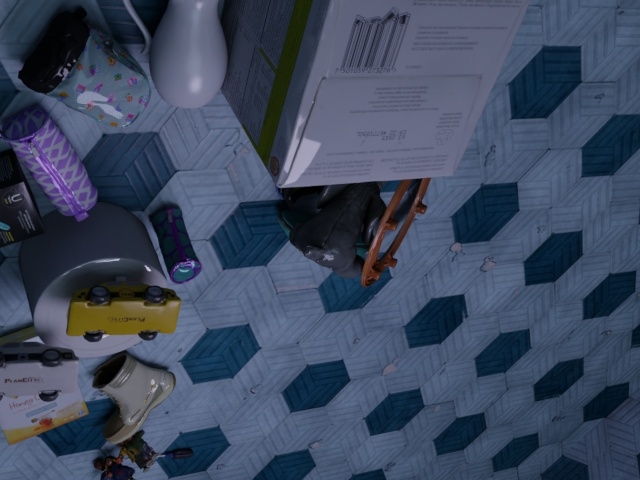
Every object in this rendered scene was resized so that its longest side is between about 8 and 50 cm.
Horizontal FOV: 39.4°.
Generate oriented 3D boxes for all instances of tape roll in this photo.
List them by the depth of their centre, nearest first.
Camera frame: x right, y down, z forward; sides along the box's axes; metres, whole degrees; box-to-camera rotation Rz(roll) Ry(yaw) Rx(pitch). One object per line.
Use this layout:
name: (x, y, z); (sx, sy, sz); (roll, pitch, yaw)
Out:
tape roll: (-0.418, 0.073, 1.647); (0.246, 0.169, 0.246); (-15, 135, -16)

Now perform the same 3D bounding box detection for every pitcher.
pitcher: (-0.234, -0.327, 1.433); (0.178, 0.125, 0.207); (11, 126, 0)

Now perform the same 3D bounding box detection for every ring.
ring: (0.173, -0.051, 1.818); (0.336, 0.032, 0.336); (-58, 166, -23)

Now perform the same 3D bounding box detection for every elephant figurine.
elephant figurine: (0.055, -0.061, 1.743); (0.169, 0.186, 0.239); (33, 92, -33)

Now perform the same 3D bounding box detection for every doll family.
doll family: (-0.459, 0.514, 2.080); (0.193, 0.111, 0.076); (-50, 169, 3)

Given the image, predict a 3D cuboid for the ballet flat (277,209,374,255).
ballet flat: (0.000, 0.000, 1.887); (0.247, 0.083, 0.087); (12, 136, -34)

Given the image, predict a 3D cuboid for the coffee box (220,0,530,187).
coffee box: (0.058, -0.324, 1.429); (0.338, 0.334, 0.338); (-5, 133, -27)

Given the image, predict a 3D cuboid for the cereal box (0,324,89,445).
cereal box: (-0.585, 0.287, 1.806); (0.173, 0.047, 0.240); (-21, 127, -16)

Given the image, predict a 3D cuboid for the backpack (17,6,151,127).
backpack: (-0.360, -0.257, 1.415); (0.152, 0.115, 0.182); (-48, 138, 13)

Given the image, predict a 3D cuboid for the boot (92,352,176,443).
boot: (-0.441, 0.344, 1.951); (0.213, 0.077, 0.165); (-46, 136, 7)

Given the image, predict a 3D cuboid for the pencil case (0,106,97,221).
pencil case: (-0.450, -0.130, 1.501); (0.086, 0.088, 0.206); (-33, 139, -7)

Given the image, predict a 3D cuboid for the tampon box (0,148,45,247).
tampon box: (-0.563, -0.057, 1.492); (0.161, 0.101, 0.120); (-20, 136, -13)

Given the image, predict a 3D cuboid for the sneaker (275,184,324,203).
sneaker: (0.002, -0.132, 1.763); (0.188, 0.078, 0.067); (-33, 135, 0)

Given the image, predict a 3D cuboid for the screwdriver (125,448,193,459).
screwdriver: (-0.393, 0.530, 2.188); (0.170, 0.025, 0.024); (-2, 130, -29)

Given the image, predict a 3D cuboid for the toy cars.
toy cars: (-0.430, 0.163, 1.541); (0.394, 0.087, 0.176); (-31, 132, 4)

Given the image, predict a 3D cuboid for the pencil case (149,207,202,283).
pencil case: (-0.272, 0.007, 1.680); (0.065, 0.151, 0.070); (-14, 142, -16)
